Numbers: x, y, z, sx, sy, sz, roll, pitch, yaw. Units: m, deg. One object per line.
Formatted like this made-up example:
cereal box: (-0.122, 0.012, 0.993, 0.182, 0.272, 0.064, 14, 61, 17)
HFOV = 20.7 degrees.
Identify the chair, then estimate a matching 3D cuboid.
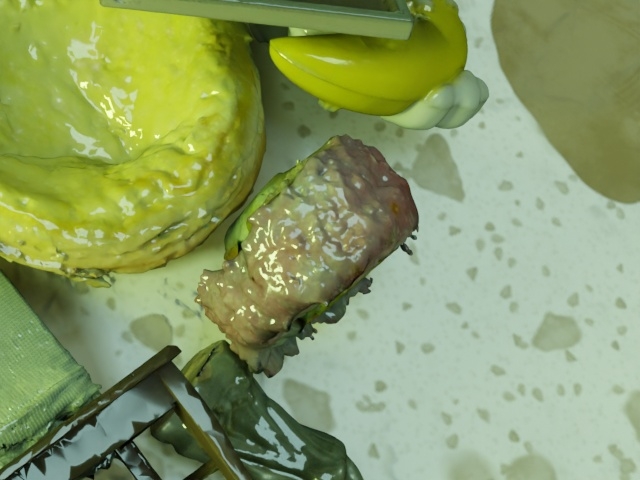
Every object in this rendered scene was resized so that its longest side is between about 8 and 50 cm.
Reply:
chair: (-0.179, 0.127, 1.147, 0.160, 0.186, 0.319, -36, 87, -28)

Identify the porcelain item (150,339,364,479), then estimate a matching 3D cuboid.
porcelain item: (-0.018, 0.168, 1.274, 0.215, 0.069, 0.081, 38, 52, -10)

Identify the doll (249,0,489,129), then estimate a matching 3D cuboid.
doll: (0.016, -0.181, 1.408, 0.252, 0.111, 0.237, 10, 41, -31)

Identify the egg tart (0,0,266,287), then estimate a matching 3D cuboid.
egg tart: (-0.191, -0.102, 1.282, 0.315, 0.120, 0.315, 11, 61, -21)

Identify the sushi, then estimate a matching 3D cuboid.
sushi: (0.010, -0.010, 1.276, 0.107, 0.161, 0.241, 49, 40, 4)

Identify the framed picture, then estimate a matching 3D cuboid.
framed picture: (-0.070, -0.255, 1.348, 0.232, 0.024, 0.315, 5, 38, -16)
